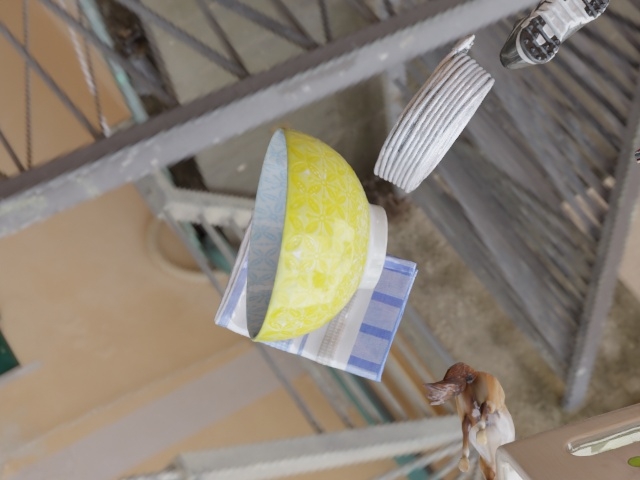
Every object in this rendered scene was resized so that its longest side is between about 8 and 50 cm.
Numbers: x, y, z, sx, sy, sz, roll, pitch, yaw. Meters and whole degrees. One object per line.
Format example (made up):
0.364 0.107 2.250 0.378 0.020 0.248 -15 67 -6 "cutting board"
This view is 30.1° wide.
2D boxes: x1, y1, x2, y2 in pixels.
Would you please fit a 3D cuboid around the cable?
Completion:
0.194 -0.200 2.039 0.257 0.089 0.257 -50 172 -36 "cable"

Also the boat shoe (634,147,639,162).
0.515 -0.160 1.773 0.137 0.043 0.049 -33 -167 -22 "boat shoe"

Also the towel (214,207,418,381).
-0.007 0.082 1.878 0.034 0.285 0.209 102 9 -77 "towel"

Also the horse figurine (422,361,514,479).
0.197 0.237 1.418 0.066 0.174 0.263 -15 120 17 "horse figurine"

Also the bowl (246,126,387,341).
0.000 0.000 1.591 0.156 0.289 0.289 7 140 -11 "bowl"

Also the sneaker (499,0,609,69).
0.348 -0.332 1.801 0.234 0.078 0.106 -44 -169 -29 "sneaker"

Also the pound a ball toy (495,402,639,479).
0.246 0.203 0.784 0.319 0.136 0.208 -16 107 -9 "pound a ball toy"
